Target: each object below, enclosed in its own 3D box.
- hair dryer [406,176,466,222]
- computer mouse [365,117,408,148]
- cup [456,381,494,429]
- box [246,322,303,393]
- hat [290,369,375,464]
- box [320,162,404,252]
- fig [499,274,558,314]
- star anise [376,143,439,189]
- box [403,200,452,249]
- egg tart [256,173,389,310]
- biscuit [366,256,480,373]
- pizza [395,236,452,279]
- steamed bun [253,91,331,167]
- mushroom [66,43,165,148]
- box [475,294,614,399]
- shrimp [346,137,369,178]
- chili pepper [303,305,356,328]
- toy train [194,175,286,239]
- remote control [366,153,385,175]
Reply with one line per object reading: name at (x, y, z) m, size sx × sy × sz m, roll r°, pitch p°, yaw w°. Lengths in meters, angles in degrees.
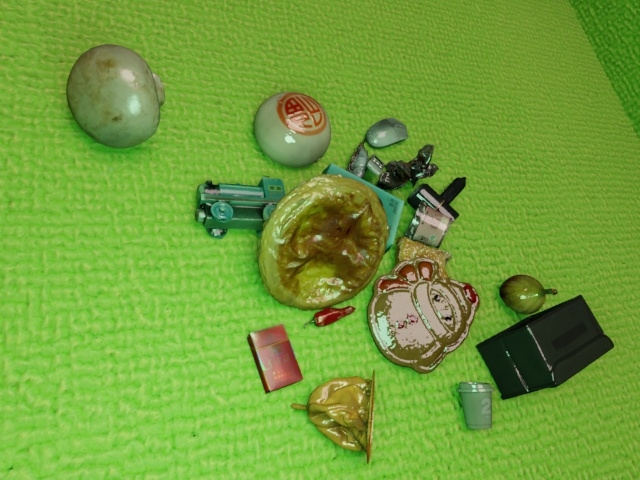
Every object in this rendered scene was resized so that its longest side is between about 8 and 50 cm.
hair dryer at (0.488, -0.187, 1.979) m, size 0.189 × 0.107 × 0.352 m, roll 44°, pitch 48°, yaw 3°
computer mouse at (0.277, -0.435, 2.008) m, size 0.229 × 0.068 × 0.113 m, roll -29°, pitch 81°, yaw -33°
cup at (0.498, 0.527, 1.608) m, size 0.120 × 0.120 × 0.141 m, roll 7°, pitch 76°, yaw -22°
box at (-0.130, 0.336, 1.443) m, size 0.112 × 0.048 × 0.175 m, roll -14°, pitch 72°, yaw -29°
hat at (0.031, 0.482, 1.407) m, size 0.234 × 0.244 × 0.233 m, roll 4°, pitch 28°, yaw 9°
box at (0.121, -0.104, 1.740) m, size 0.312 × 0.118 × 0.205 m, roll 27°, pitch 59°, yaw -10°
fig at (0.765, 0.210, 1.835) m, size 0.160 × 0.231 × 0.143 m, roll 27°, pitch 97°, yaw -17°
star anise at (0.320, -0.258, 1.869) m, size 0.283 × 0.212 × 0.129 m, roll -23°, pitch 90°, yaw -24°
box at (0.389, -0.050, 1.800) m, size 0.135 × 0.151 × 0.151 m, roll 25°, pitch 56°, yaw 6°
egg tart at (0.000, 0.000, 1.534) m, size 0.444 × 0.442 × 0.178 m, roll -10°, pitch 25°, yaw -23°
biscuit at (0.336, 0.231, 1.632) m, size 0.381 × 0.074 × 0.358 m, roll -22°, pitch 79°, yaw -8°
pizza at (0.368, 0.135, 1.752) m, size 0.223 × 0.089 × 0.323 m, roll -5°, pitch 69°, yaw -19°
steamed bun at (-0.088, -0.402, 1.756) m, size 0.283 × 0.177 × 0.282 m, roll 10°, pitch 62°, yaw -20°
mushroom at (-0.580, -0.428, 1.502) m, size 0.297 × 0.297 × 0.290 m, roll 50°, pitch 32°, yaw 5°
box at (0.762, 0.364, 1.724) m, size 0.345 × 0.251 × 0.204 m, roll -17°, pitch 73°, yaw -32°
shrimp at (0.147, -0.302, 1.881) m, size 0.090 × 0.079 × 0.232 m, roll 50°, pitch 43°, yaw -40°
chili pepper at (0.031, 0.234, 1.564) m, size 0.191 × 0.059 × 0.050 m, roll -14°, pitch 65°, yaw -27°
toy train at (-0.245, -0.109, 1.579) m, size 0.299 × 0.120 × 0.194 m, roll 2°, pitch 57°, yaw -24°
remote control at (0.203, -0.282, 1.866) m, size 0.065 × 0.029 × 0.166 m, roll 42°, pitch 22°, yaw -5°
